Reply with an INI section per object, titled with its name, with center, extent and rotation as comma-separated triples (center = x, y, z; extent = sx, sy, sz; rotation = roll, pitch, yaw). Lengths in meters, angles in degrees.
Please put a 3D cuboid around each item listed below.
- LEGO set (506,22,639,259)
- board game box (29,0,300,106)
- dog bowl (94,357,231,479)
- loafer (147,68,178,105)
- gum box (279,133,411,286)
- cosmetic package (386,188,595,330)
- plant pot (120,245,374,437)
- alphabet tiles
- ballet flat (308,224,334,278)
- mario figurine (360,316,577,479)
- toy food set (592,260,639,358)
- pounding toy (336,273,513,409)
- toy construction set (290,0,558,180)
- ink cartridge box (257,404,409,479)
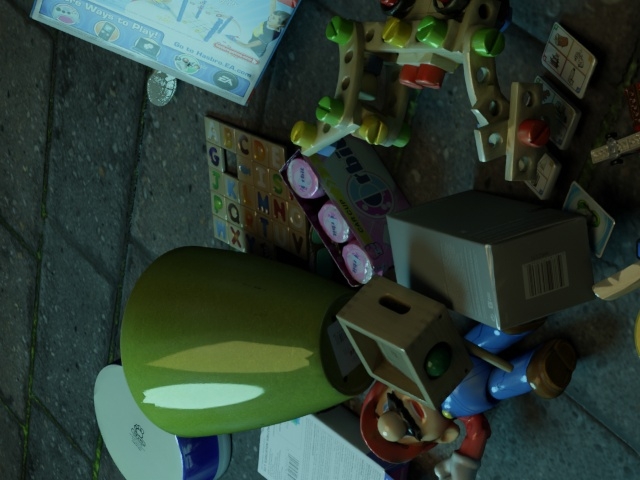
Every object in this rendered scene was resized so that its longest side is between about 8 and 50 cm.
[LEGO set]
center = 0.299, -0.090, 1.263
extent = 0.244, 0.060, 0.182
rotation = 55, 142, 43
[board game box]
center = -0.175, -0.347, 1.521
extent = 0.308, 0.086, 0.302
rotation = 22, 138, -12
[dog bowl]
center = -0.275, 0.315, 2.103
extent = 0.265, 0.104, 0.265
rotation = 25, 127, 40
[loafer]
center = -0.228, -0.257, 1.819
extent = 0.045, 0.039, 0.125
rotation = 21, 135, 2
[gum box]
center = 0.047, -0.039, 1.541
extent = 0.188, 0.107, 0.062
rotation = 58, 141, 11
[cosmetic package]
center = 0.182, 0.016, 1.346
extent = 0.238, 0.127, 0.107
rotation = 24, 127, 62
[plant pot]
center = -0.071, 0.138, 1.652
extent = 0.293, 0.274, 0.275
rotation = -3, 106, 41
[alphabet tiles]
center = -0.093, -0.060, 1.760
extent = 0.237, 0.009, 0.198
rotation = 26, 126, 47
[ballet flat]
center = 0.000, 0.000, 1.676
extent = 0.041, 0.041, 0.114
rotation = 29, 127, 38
[mario figurine]
center = 0.150, 0.191, 1.480
extent = 0.320, 0.170, 0.198
rotation = -41, 42, 43
[toy food set]
center = 0.395, 0.099, 1.243
extent = 0.128, 0.071, 0.218
rotation = -40, 78, 26
[pounding toy]
center = 0.118, 0.114, 1.364
extent = 0.141, 0.100, 0.130
rotation = 24, 152, 44
[toy construction set]
center = 0.113, -0.175, 1.338
extent = 0.327, 0.151, 0.215
rotation = 16, 88, 44
[ink cartridge box]
center = 0.030, 0.340, 1.791
extent = 0.311, 0.065, 0.186
rotation = 33, 131, 39
